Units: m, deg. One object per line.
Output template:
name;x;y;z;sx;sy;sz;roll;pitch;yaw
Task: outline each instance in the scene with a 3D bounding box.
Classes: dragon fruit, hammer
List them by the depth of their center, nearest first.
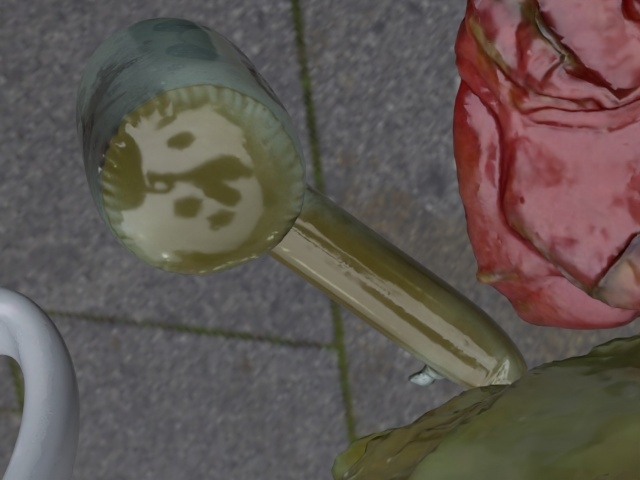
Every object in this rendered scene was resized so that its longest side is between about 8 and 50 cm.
dragon fruit;0.193;-0.104;0.725;0.205;0.317;0.152;51;171;-31
hammer;0.000;0.000;0.894;0.305;0.202;0.113;36;101;-21

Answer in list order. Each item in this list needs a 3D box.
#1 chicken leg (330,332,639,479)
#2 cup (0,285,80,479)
chicken leg;-0.034;0.137;0.343;0.153;0.429;0.201;64;155;15
cup;-0.251;0.051;0.622;0.356;0.274;0.259;14;141;21
